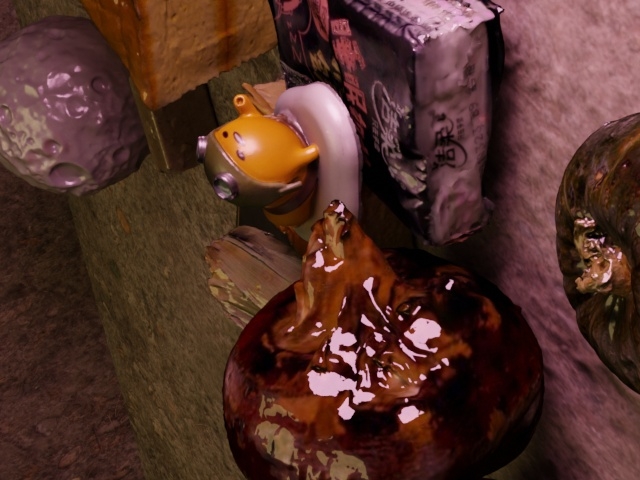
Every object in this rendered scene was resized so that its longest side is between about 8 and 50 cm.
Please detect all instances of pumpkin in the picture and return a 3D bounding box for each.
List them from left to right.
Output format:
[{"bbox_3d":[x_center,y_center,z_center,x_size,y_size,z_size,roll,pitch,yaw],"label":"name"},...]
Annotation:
[{"bbox_3d":[0.252,0.015,0.700,0.223,0.157,0.224,167,90,-76],"label":"pumpkin"}]

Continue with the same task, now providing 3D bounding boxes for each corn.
[{"bbox_3d":[-0.028,0.075,1.358,0.305,0.122,0.123,21,137,34],"label":"corn"}]

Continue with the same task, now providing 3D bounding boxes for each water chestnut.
[{"bbox_3d":[0.057,0.122,1.007,0.335,0.335,0.347,39,144,51],"label":"water chestnut"}]

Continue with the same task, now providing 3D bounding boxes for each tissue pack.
[{"bbox_3d":[0.061,-0.168,1.029,0.332,0.123,0.245,48,156,47],"label":"tissue pack"}]

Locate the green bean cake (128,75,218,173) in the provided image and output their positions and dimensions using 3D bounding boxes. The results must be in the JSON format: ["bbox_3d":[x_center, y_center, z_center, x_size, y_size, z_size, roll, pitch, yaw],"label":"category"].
[{"bbox_3d":[-0.241,-0.209,1.689,0.085,0.109,0.179,22,129,61],"label":"green bean cake"}]

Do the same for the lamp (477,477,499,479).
[{"bbox_3d":[0.175,0.407,1.075,0.303,0.256,0.303,-169,90,-73],"label":"lamp"}]

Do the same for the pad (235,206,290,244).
[{"bbox_3d":[-0.128,0.058,1.732,0.315,0.063,0.375,54,153,32],"label":"pad"}]

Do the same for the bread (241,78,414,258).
[{"bbox_3d":[0.004,-0.071,1.253,0.275,0.114,0.185,45,149,41],"label":"bread"}]

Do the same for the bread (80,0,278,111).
[{"bbox_3d":[-0.236,-0.388,1.275,0.361,0.233,0.245,40,147,29],"label":"bread"}]

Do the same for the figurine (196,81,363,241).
[{"bbox_3d":[-0.055,-0.056,1.066,0.167,0.141,0.250,57,159,25],"label":"figurine"}]

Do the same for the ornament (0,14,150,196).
[{"bbox_3d":[-0.458,-0.258,1.867,0.337,0.337,0.337,49,151,40],"label":"ornament"}]
